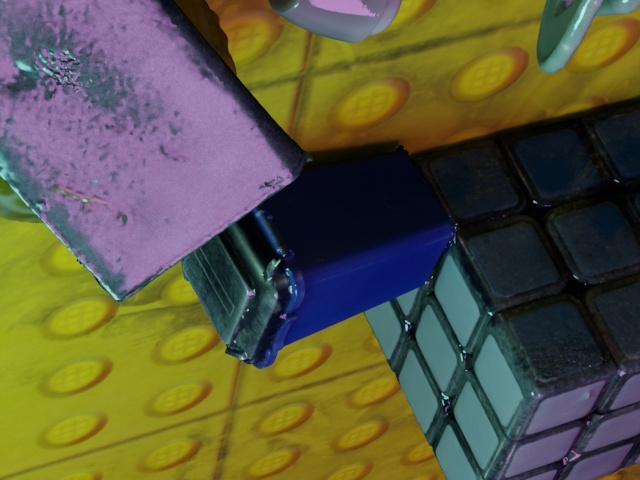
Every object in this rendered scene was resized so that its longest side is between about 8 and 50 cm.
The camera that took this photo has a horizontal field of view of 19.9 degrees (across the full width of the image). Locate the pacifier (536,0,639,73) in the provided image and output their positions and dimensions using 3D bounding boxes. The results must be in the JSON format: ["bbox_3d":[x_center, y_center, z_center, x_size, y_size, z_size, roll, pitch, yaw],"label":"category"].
[{"bbox_3d":[0.174,-0.301,1.332,0.288,0.269,0.343,126,-14,-86],"label":"pacifier"}]

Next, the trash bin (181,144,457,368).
[{"bbox_3d":[0.000,0.000,1.773,0.234,0.162,0.184,-16,152,-28],"label":"trash bin"}]

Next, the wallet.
[{"bbox_3d":[-0.187,-0.133,1.299,0.190,0.046,0.379,-35,121,9],"label":"wallet"}]

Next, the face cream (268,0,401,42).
[{"bbox_3d":[0.012,-0.208,1.475,0.095,0.091,0.091,5,141,-32],"label":"face cream"}]

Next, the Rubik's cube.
[{"bbox_3d":[0.253,0.076,1.951,0.305,0.301,0.304,-15,152,-18],"label":"Rubik's cube"}]

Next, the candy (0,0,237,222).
[{"bbox_3d":[-0.194,-0.114,1.452,0.260,0.118,0.260,-15,153,-8],"label":"candy"}]
